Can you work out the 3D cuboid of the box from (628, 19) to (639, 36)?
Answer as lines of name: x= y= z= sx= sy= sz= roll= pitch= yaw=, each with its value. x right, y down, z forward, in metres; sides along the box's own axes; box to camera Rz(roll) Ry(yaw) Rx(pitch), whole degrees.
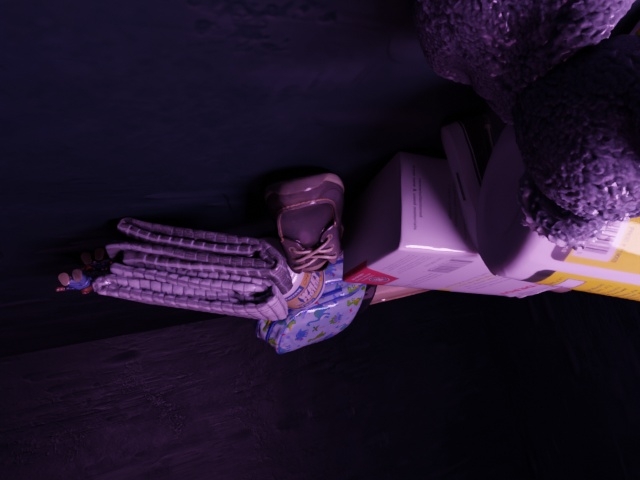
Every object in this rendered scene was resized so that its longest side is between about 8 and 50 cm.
box: x=0.402 y=-0.182 z=0.511 sx=0.114 sy=0.103 sz=0.203 roll=-14 pitch=168 yaw=10

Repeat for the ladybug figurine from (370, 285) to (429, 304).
ladybug figurine: x=0.252 y=0.127 z=1.655 sx=0.448 sy=0.162 sz=0.305 roll=-14 pitch=169 yaw=3

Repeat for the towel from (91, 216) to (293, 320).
towel: x=-0.193 y=0.058 z=0.777 sx=0.283 sy=0.122 sz=0.235 roll=8 pitch=167 yaw=2

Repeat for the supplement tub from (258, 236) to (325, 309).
supplement tub: x=-0.085 y=0.078 z=1.074 sx=0.144 sy=0.145 sz=0.199 roll=-16 pitch=158 yaw=17

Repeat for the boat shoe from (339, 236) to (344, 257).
boat shoe: x=0.000 y=0.000 z=1.069 sx=0.083 sy=0.065 sz=0.183 roll=25 pitch=168 yaw=-21

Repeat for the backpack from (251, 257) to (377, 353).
backpack: x=-0.030 y=0.166 z=1.304 sx=0.355 sy=0.274 sz=0.290 roll=1 pitch=144 yaw=-17

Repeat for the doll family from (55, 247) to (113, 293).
doll family: x=-0.399 y=0.057 z=0.873 sx=0.192 sy=0.076 sz=0.111 roll=-4 pitch=171 yaw=-15

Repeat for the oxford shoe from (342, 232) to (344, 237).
oxford shoe: x=0.117 y=-0.026 z=1.044 sx=0.076 sy=0.076 sz=0.212 roll=-58 pitch=167 yaw=12

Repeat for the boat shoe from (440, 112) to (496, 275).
boat shoe: x=0.229 y=-0.062 z=0.622 sx=0.070 sy=0.220 sz=0.078 roll=-18 pitch=-174 yaw=4

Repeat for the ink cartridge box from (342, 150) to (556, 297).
ink cartridge box: x=0.261 y=-0.007 z=0.833 sx=0.384 sy=0.161 sz=0.279 roll=7 pitch=162 yaw=-14

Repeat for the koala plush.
koala plush: x=0.182 y=-0.111 z=0.323 sx=0.203 sy=0.222 sz=0.196 roll=-11 pitch=168 yaw=-9

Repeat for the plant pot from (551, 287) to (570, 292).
plant pot: x=0.501 y=-0.006 z=1.182 sx=0.273 sy=0.257 sz=0.256 roll=6 pitch=165 yaw=-10

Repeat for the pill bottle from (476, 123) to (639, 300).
pill bottle: x=0.360 y=-0.026 z=0.494 sx=0.333 sy=0.188 sz=0.188 roll=10 pitch=167 yaw=0

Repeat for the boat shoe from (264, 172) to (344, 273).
boat shoe: x=-0.009 y=-0.014 z=0.793 sx=0.132 sy=0.130 sz=0.355 roll=-14 pitch=168 yaw=2
